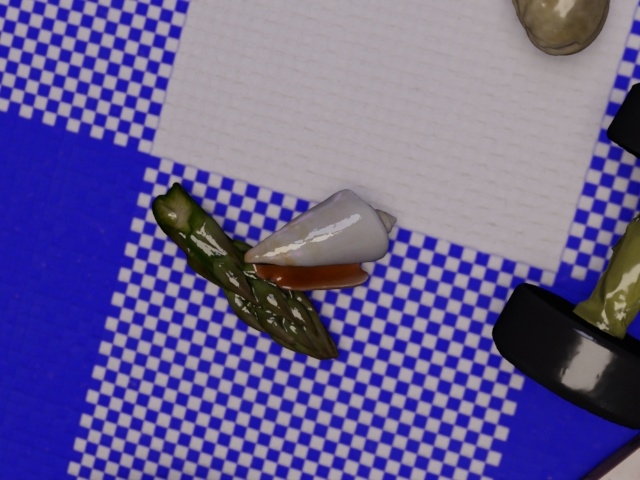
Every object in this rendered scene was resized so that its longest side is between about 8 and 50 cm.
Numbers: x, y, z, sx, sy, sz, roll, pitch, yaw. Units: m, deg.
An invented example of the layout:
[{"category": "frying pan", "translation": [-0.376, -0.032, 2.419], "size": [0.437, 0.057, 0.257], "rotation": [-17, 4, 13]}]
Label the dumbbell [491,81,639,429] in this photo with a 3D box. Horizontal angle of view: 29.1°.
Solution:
[{"category": "dumbbell", "translation": [0.340, 0.017, 1.289], "size": [0.203, 0.204, 0.322], "rotation": [30, 98, 7]}]

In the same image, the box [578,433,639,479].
[{"category": "box", "translation": [0.348, 0.296, 1.379], "size": [0.156, 0.060, 0.111], "rotation": [-42, 85, 9]}]

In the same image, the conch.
[{"category": "conch", "translation": [0.007, 0.009, 1.386], "size": [0.176, 0.104, 0.094], "rotation": [-32, 69, -24]}]

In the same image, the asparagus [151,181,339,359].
[{"category": "asparagus", "translation": [-0.089, 0.044, 1.428], "size": [0.287, 0.080, 0.080], "rotation": [42, 99, 1]}]

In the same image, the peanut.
[{"category": "peanut", "translation": [0.271, -0.327, 1.326], "size": [0.123, 0.123, 0.257], "rotation": [14, 93, 9]}]
